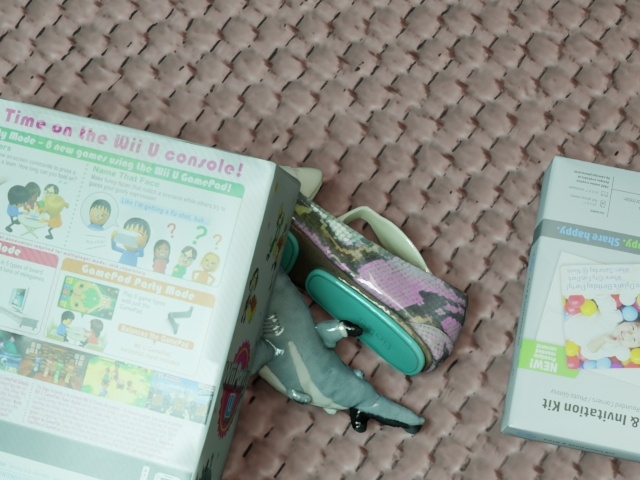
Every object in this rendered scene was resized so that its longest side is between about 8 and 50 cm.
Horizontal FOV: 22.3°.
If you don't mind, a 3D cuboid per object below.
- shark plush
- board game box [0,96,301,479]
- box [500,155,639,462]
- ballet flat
[{"bbox_3d":[-0.002,0.073,1.027,0.161,0.073,0.067,41,105,3],"label":"shark plush"},{"bbox_3d":[-0.159,0.079,0.969,0.224,0.097,0.303,14,87,11],"label":"board game box"},{"bbox_3d":[0.205,0.049,1.066,0.145,0.038,0.186,12,76,1],"label":"box"},{"bbox_3d":[0.000,0.000,1.059,0.221,0.077,0.079,34,58,2],"label":"ballet flat"}]
